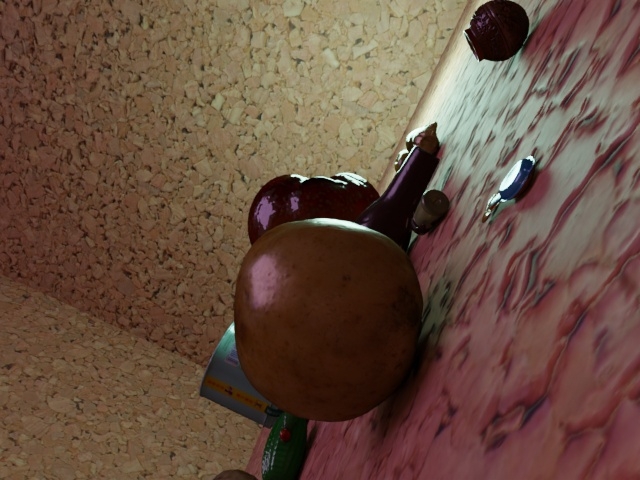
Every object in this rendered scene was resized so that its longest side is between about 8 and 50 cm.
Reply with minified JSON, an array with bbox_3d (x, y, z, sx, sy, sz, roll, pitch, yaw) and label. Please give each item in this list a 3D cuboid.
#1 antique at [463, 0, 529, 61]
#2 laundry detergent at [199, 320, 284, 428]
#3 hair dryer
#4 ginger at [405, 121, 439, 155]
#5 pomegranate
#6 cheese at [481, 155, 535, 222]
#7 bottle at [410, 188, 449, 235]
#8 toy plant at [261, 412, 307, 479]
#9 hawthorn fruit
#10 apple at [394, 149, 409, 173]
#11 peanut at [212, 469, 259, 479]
[{"bbox_3d":[0.292,-0.345,0.899,0.104,0.104,0.104,25,-90,-90],"label":"antique"},{"bbox_3d":[-0.198,0.448,1.817,0.287,0.305,0.287,24,-90,-84],"label":"laundry detergent"},{"bbox_3d":[0.121,-0.015,0.991,0.312,0.123,0.340,-62,-2,14],"label":"hair dryer"},{"bbox_3d":[0.256,-0.247,1.385,0.205,0.081,0.115,-81,-18,-59],"label":"ginger"},{"bbox_3d":[0.010,0.099,0.704,0.260,0.261,0.260,25,-90,-90],"label":"pomegranate"},{"bbox_3d":[0.199,-0.054,0.586,0.047,0.017,0.111,-62,-2,-25],"label":"cheese"},{"bbox_3d":[0.183,-0.043,0.929,0.063,0.047,0.101,-24,-21,-18],"label":"bottle"},{"bbox_3d":[-0.083,0.484,1.196,0.154,0.088,0.240,92,-171,-58],"label":"toy plant"},{"bbox_3d":[0.000,0.000,1.564,0.403,0.403,0.402,25,-90,-90],"label":"hawthorn fruit"},{"bbox_3d":[0.244,-0.212,1.538,0.084,0.071,0.083,-157,90,-89],"label":"apple"},{"bbox_3d":[-0.185,0.614,1.156,0.174,0.158,0.340,-26,7,14],"label":"peanut"}]
